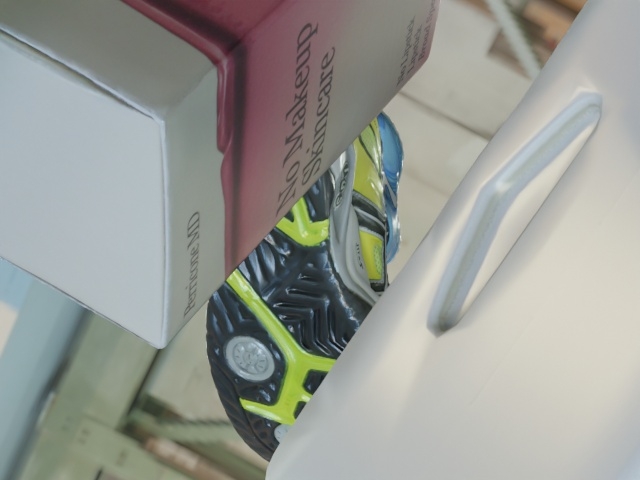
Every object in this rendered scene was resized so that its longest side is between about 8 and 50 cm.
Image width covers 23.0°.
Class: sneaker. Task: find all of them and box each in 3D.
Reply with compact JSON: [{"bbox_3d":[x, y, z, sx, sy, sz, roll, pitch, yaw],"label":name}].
[{"bbox_3d":[0.049,-0.048,1.473,0.063,0.162,0.073,-7,-170,7],"label":"sneaker"},{"bbox_3d":[0.000,0.000,1.104,0.145,0.384,0.147,9,-147,22],"label":"sneaker"}]

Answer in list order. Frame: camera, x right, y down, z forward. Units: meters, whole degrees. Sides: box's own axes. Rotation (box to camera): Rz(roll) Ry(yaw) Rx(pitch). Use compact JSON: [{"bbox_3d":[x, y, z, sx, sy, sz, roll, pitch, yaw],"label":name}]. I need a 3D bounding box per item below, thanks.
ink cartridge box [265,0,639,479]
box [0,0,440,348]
[{"bbox_3d":[0.174,0.076,0.410,0.307,0.223,0.129,30,-169,-23],"label":"ink cartridge box"},{"bbox_3d":[-0.051,-0.094,0.698,0.127,0.148,0.232,28,-127,17],"label":"box"}]
